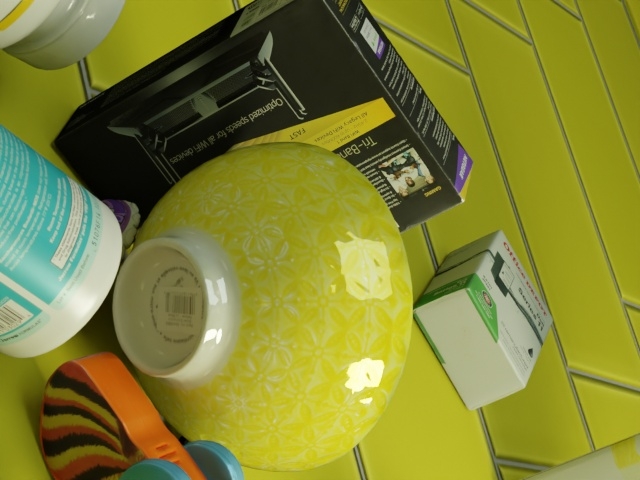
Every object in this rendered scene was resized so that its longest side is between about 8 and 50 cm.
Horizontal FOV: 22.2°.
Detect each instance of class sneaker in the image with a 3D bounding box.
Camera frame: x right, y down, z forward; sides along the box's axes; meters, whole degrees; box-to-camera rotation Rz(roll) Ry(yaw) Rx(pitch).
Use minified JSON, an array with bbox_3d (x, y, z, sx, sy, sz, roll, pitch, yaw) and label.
[{"bbox_3d":[-0.208,0.004,1.436,0.071,0.068,0.170,35,26,-11],"label":"sneaker"}]

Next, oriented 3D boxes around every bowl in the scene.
[{"bbox_3d":[-0.080,0.057,1.374,0.156,0.289,0.289,1,65,-49],"label":"bowl"}]

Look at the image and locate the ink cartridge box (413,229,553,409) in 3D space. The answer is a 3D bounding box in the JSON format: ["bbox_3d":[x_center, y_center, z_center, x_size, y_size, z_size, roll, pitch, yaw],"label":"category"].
[{"bbox_3d":[0.211,0.097,2.078,0.153,0.087,0.208,59,26,-10],"label":"ink cartridge box"}]

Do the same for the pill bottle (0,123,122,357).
[{"bbox_3d":[-0.285,-0.031,1.230,0.264,0.146,0.146,41,34,-38],"label":"pill bottle"}]

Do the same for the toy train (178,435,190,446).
[{"bbox_3d":[-0.101,0.169,1.520,0.036,0.027,0.158,47,29,-5],"label":"toy train"}]

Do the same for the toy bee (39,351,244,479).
[{"bbox_3d":[-0.134,0.239,1.292,0.195,0.162,0.298,14,29,-47],"label":"toy bee"}]

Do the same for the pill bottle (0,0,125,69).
[{"bbox_3d":[-0.318,-0.271,1.343,0.334,0.188,0.188,30,41,-49],"label":"pill bottle"}]

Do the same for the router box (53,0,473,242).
[{"bbox_3d":[-0.052,-0.082,1.515,0.243,0.309,0.081,54,27,-20],"label":"router box"}]

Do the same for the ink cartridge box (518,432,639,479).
[{"bbox_3d":[0.439,0.366,1.916,0.160,0.385,0.279,27,43,-54],"label":"ink cartridge box"}]
